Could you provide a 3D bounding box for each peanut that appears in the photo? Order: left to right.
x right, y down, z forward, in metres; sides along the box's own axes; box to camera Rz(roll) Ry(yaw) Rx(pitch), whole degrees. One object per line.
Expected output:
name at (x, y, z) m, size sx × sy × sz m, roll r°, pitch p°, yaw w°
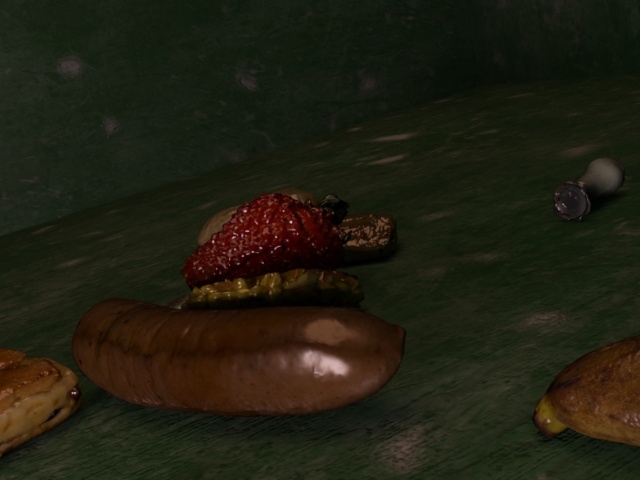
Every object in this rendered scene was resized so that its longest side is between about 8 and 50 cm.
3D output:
peanut at (-0.117, -0.028, 1.604) m, size 0.256 × 0.124 × 0.123 m, roll -15°, pitch 14°, yaw 10°

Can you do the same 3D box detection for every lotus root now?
lotus root at (0.264, 0.131, 0.688) m, size 0.190 × 0.095 × 0.108 m, roll -9°, pitch 22°, yaw 32°

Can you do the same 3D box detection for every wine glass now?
wine glass at (0.455, -0.088, 1.380) m, size 0.072 × 0.072 × 0.155 m, roll 0°, pitch 21°, yaw 43°

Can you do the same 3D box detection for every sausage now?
sausage at (-0.126, 0.138, 0.950) m, size 0.500 × 0.123 × 0.136 m, roll -3°, pitch 35°, yaw 39°

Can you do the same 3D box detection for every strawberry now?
strawberry at (-0.068, 0.029, 1.252) m, size 0.286 × 0.188 × 0.106 m, roll -26°, pitch 31°, yaw -4°

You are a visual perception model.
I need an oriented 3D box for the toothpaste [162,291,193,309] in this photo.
toothpaste at (-0.152, 0.081, 1.347) m, size 0.314 × 0.056 × 0.058 m, roll -21°, pitch -28°, yaw -6°

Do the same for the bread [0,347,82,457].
bread at (-0.443, 0.208, 1.034) m, size 0.235 × 0.099 × 0.210 m, roll 0°, pitch 20°, yaw 43°

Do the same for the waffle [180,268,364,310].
waffle at (-0.068, 0.080, 1.117) m, size 0.243 × 0.059 × 0.238 m, roll -11°, pitch -8°, yaw 12°

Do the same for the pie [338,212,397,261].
pie at (0.000, 0.000, 1.451) m, size 0.282 × 0.068 × 0.129 m, roll 0°, pitch 37°, yaw 22°
